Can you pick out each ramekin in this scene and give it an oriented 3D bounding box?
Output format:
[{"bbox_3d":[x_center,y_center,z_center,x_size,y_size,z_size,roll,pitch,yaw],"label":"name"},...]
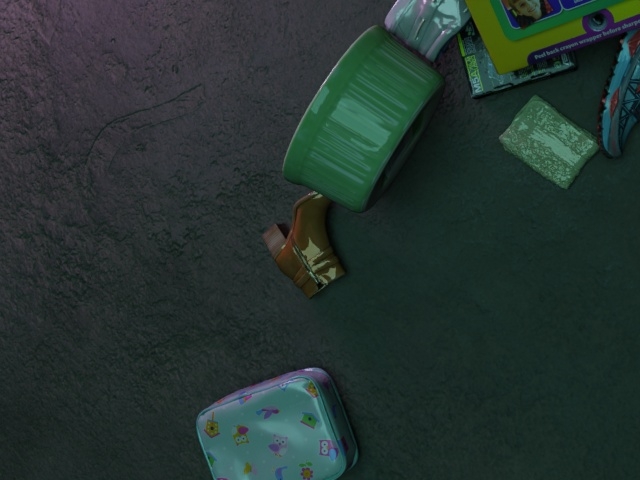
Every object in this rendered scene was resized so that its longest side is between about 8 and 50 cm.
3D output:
[{"bbox_3d":[0.081,-0.192,1.756,0.148,0.303,0.303,33,104,8],"label":"ramekin"}]

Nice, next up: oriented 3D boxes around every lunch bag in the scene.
[{"bbox_3d":[-0.081,0.374,1.944,0.279,0.108,0.224,-23,88,21],"label":"lunch bag"}]

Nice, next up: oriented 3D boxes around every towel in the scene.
[{"bbox_3d":[0.388,-0.166,1.781,0.148,0.027,0.110,39,106,14],"label":"towel"}]

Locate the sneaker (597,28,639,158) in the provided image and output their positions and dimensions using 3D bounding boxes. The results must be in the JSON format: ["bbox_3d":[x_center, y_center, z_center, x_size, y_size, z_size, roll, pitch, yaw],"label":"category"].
[{"bbox_3d":[0.525,-0.252,1.686,0.125,0.104,0.261,17,99,16],"label":"sneaker"}]

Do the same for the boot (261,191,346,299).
[{"bbox_3d":[0.000,0.000,1.913,0.197,0.073,0.152,-43,77,30],"label":"boot"}]

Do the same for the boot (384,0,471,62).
[{"bbox_3d":[0.229,-0.425,1.756,0.123,0.095,0.258,41,113,9],"label":"boot"}]

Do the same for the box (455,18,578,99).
[{"bbox_3d":[0.324,-0.356,1.784,0.184,0.045,0.190,-15,88,23],"label":"box"}]

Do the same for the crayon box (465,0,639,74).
[{"bbox_3d":[0.380,-0.458,1.584,0.363,0.106,0.313,-16,114,30],"label":"crayon box"}]
